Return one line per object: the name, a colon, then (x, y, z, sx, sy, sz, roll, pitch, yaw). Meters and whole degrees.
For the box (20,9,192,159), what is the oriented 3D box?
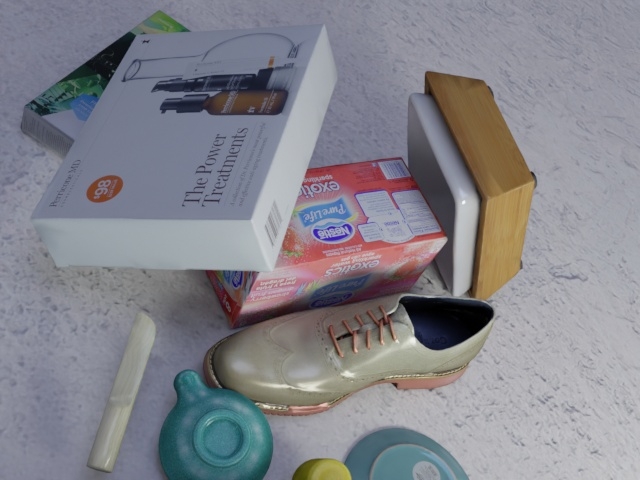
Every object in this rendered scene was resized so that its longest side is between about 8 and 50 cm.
box: (-0.245, -0.195, 1.449, 0.232, 0.058, 0.322, 35, 47, 4)

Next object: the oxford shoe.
oxford shoe: (0.044, 0.124, 1.266, 0.397, 0.146, 0.140, -7, 60, -28)

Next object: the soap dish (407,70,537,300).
soap dish: (0.212, -0.072, 1.405, 0.118, 0.291, 0.229, -16, 58, -5)

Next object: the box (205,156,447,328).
box: (0.000, 0.000, 1.348, 0.300, 0.142, 0.154, -11, 59, -30)

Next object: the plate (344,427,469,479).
plate: (0.116, 0.318, 1.230, 0.188, 0.024, 0.188, 12, 50, -15)

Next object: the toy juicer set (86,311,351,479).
toy juicer set: (-0.141, 0.263, 1.126, 0.329, 0.089, 0.209, 36, 66, 2)

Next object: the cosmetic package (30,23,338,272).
cosmetic package: (-0.158, -0.128, 1.250, 0.284, 0.097, 0.377, -1, 46, 18)
